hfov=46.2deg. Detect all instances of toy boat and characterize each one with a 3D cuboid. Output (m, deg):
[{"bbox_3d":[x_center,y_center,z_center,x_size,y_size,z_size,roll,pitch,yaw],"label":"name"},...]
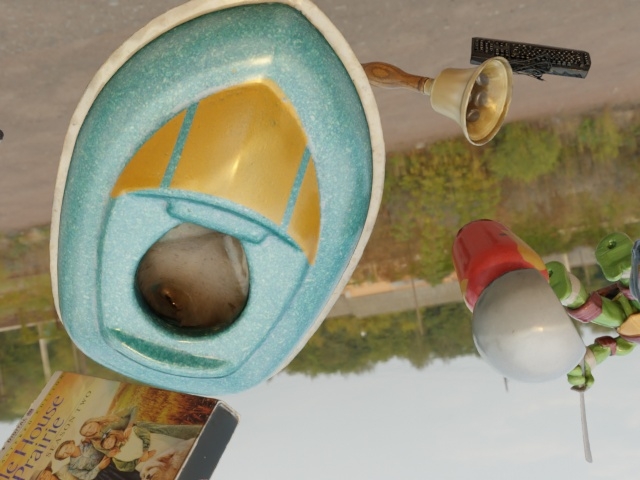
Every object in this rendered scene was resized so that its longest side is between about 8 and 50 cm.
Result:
[{"bbox_3d":[0.000,0.000,0.452,0.318,0.267,0.148,14,-157,-9],"label":"toy boat"}]

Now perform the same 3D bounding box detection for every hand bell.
[{"bbox_3d":[0.151,-0.233,1.126,0.242,0.126,0.126,23,-161,37],"label":"hand bell"}]

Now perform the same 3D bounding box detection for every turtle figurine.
[{"bbox_3d":[0.406,0.135,0.957,0.266,0.274,0.198,38,163,-27],"label":"turtle figurine"}]

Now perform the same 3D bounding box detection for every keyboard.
[{"bbox_3d":[0.337,-0.297,1.195,0.192,0.100,0.038,7,139,5],"label":"keyboard"}]

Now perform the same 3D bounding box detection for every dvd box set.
[{"bbox_3d":[-0.342,0.349,1.097,0.420,0.307,0.062,0,139,41],"label":"dvd box set"}]

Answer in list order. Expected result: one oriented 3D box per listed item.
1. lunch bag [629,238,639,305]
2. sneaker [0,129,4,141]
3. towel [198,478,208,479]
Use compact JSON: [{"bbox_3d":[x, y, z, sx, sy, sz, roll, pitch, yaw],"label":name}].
[{"bbox_3d":[0.241,0.028,0.476,0.071,0.053,0.083,14,-154,2],"label":"lunch bag"},{"bbox_3d":[-0.415,-0.165,0.777,0.099,0.282,0.153,-29,143,26],"label":"sneaker"},{"bbox_3d":[-0.199,0.250,0.624,0.197,0.029,0.144,6,135,-45],"label":"towel"}]
